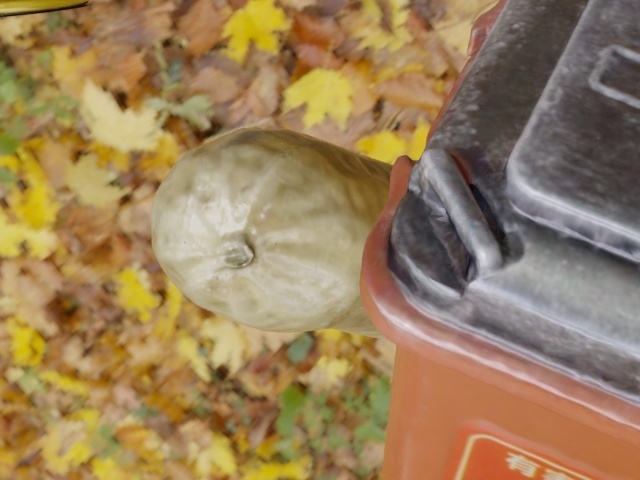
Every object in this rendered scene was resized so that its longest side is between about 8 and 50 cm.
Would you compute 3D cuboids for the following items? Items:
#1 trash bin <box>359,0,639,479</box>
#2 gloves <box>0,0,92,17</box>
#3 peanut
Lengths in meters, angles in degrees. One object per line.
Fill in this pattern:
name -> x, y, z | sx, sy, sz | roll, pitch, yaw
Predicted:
trash bin -> 0.102, 0.031, 0.498 | 0.161, 0.184, 0.238 | 22, 144, 10
gloves -> -0.239, -0.309, 1.120 | 0.116, 0.133, 0.294 | 13, 112, 53
peanut -> 0.000, 0.000, 1.004 | 0.129, 0.224, 0.129 | -13, 73, 50
